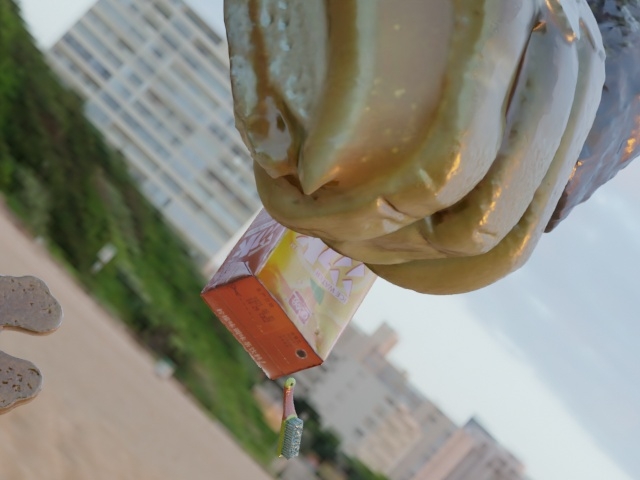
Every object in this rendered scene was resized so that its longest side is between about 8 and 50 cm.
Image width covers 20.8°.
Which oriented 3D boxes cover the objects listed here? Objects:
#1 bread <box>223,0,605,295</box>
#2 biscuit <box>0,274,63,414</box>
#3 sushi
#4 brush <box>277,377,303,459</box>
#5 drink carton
[{"bbox_3d":[0.086,-0.124,1.227,0.210,0.300,0.341,-9,-24,23],"label":"bread"},{"bbox_3d":[-0.455,0.094,2.032,0.295,0.186,0.044,21,-26,-12],"label":"biscuit"},{"bbox_3d":[0.284,-0.192,2.184,0.299,0.294,0.281,55,-28,1],"label":"sushi"},{"bbox_3d":[-0.028,0.174,1.706,0.021,0.083,0.019,20,23,39],"label":"brush"},{"bbox_3d":[0.000,0.000,1.409,0.071,0.223,0.096,-21,-64,43],"label":"drink carton"}]
